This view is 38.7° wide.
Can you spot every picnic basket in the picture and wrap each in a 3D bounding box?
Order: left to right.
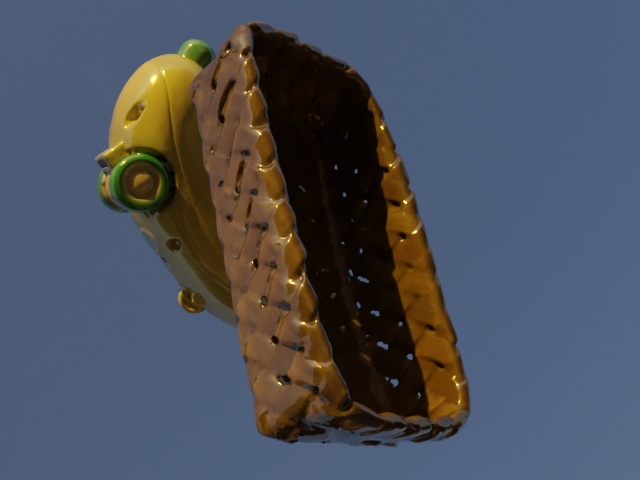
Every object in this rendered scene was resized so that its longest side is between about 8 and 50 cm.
[{"bbox_3d":[0.000,0.000,0.406,0.110,0.055,0.193,16,-126,-48],"label":"picnic basket"}]

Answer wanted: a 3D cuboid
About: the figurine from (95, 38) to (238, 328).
[{"bbox_3d":[-0.099,-0.049,0.981,0.222,0.124,0.324,-37,-77,-18],"label":"figurine"}]
